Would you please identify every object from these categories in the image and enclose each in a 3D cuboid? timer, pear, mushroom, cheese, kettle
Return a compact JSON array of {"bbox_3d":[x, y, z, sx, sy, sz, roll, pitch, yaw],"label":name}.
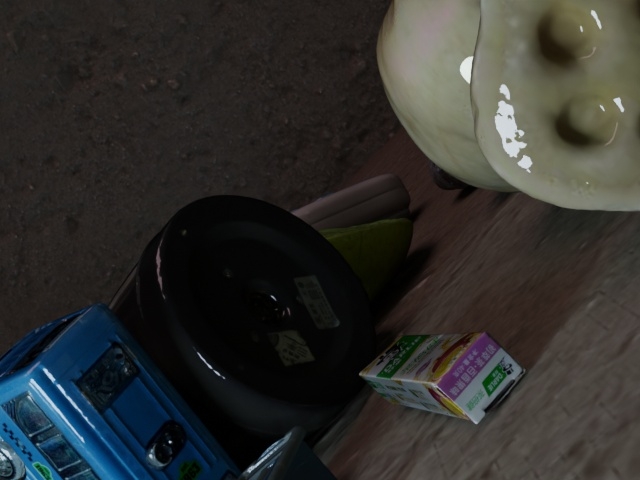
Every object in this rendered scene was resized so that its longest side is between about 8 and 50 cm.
[{"bbox_3d":[0.000,-0.001,1.693,0.262,0.087,0.237,-24,-9,-29],"label":"timer"},{"bbox_3d":[0.000,0.046,1.379,0.239,0.139,0.288,-22,5,-22],"label":"pear"},{"bbox_3d":[0.182,-0.208,0.917,0.353,0.353,0.325,-41,29,46],"label":"mushroom"},{"bbox_3d":[0.187,-0.131,0.725,0.235,0.218,0.117,-36,6,3],"label":"cheese"},{"bbox_3d":[-0.098,0.135,1.155,0.321,0.228,0.324,-12,-27,-47],"label":"kettle"}]

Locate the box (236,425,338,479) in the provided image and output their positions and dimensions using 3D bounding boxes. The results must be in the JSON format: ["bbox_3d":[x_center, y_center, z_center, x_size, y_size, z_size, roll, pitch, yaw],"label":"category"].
[{"bbox_3d":[-0.030,0.189,0.851,0.074,0.054,0.099,-45,4,24],"label":"box"}]

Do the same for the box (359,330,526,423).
[{"bbox_3d":[0.079,0.092,0.816,0.050,0.041,0.207,-46,5,-11],"label":"box"}]

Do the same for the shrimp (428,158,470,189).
[{"bbox_3d":[0.216,-0.166,1.378,0.145,0.116,0.343,-50,-1,-36],"label":"shrimp"}]

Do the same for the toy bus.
[{"bbox_3d":[-0.154,0.177,0.929,0.134,0.246,0.113,-26,16,40],"label":"toy bus"}]
